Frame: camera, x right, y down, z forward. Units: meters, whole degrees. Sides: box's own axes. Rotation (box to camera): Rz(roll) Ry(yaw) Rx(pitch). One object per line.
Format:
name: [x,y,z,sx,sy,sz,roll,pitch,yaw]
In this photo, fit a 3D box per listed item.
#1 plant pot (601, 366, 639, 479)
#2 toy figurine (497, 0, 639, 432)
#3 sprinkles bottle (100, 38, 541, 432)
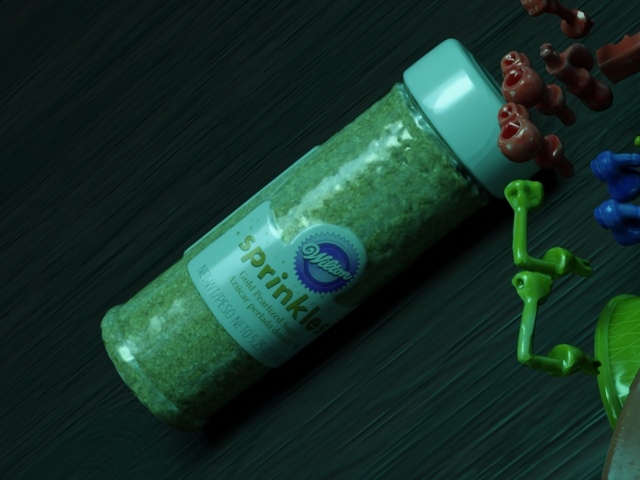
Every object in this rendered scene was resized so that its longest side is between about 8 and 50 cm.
plant pot: [0.267,0.124,0.584,0.265,0.272,0.272,19,69,45]
toy figurine: [0.244,-0.062,0.909,0.217,0.191,0.362,-28,38,31]
sprinkles bottle: [0.000,0.000,1.182,0.355,0.121,0.121,-38,34,12]
